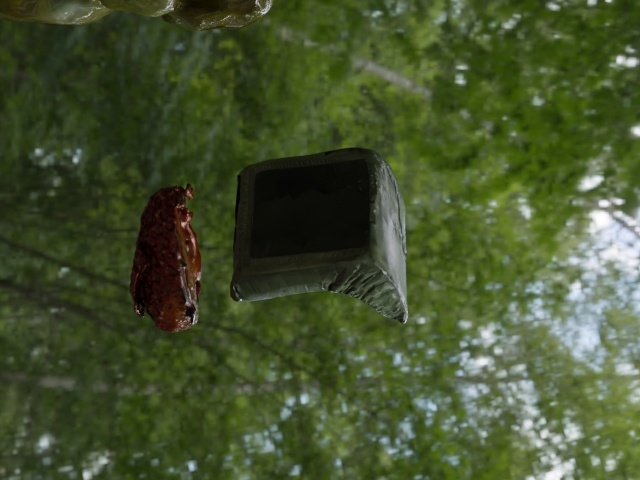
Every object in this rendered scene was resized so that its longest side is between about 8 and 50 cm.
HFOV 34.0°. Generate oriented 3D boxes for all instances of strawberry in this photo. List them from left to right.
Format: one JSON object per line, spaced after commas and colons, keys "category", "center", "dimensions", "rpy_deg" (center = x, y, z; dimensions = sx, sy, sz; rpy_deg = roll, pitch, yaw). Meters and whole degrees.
{"category": "strawberry", "center": [-0.185, 0.019, 1.238], "dimensions": [0.121, 0.082, 0.188], "rpy_deg": [-87, 174, -61]}

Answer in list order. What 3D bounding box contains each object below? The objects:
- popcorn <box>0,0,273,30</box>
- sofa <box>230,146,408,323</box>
{"category": "popcorn", "center": [-0.136, -0.239, 0.715], "dimensions": [0.237, 0.206, 0.251], "rpy_deg": [-30, -96, 8]}
{"category": "sofa", "center": [0.000, 0.000, 1.441], "dimensions": [0.226, 0.176, 0.210], "rpy_deg": [-9, -121, 13]}
